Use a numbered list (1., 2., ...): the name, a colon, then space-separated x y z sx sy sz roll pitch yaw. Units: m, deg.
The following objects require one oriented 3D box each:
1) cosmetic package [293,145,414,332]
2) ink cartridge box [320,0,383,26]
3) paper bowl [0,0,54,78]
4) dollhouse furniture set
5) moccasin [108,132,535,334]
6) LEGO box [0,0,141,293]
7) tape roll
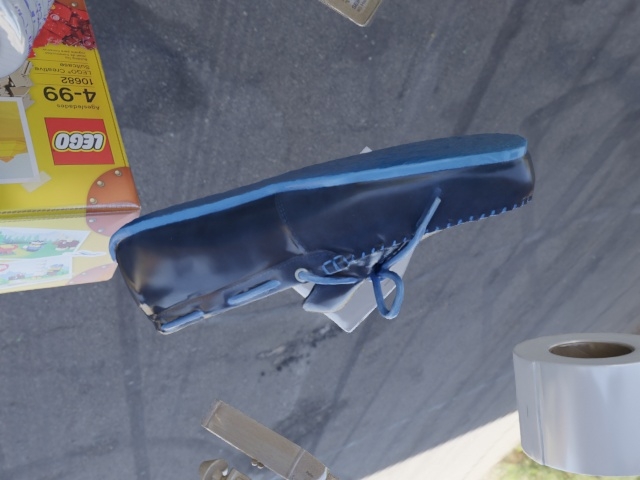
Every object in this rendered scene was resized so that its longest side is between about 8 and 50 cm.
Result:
1. cosmetic package: 0.074 -0.020 1.180 0.155 0.197 0.365 -50 180 29
2. ink cartridge box: 0.066 -0.325 0.643 0.193 0.088 0.234 -57 -175 18
3. paper bowl: -0.331 -0.254 0.451 0.284 0.284 0.148 49 50 -60
4. dollhouse furniture set: -0.154 0.438 0.893 0.355 0.174 0.303 -57 143 -19
5. moccasin: 0.000 0.000 0.506 0.342 0.116 0.138 -12 -169 23
6. LEGO box: -0.509 -0.126 0.704 0.500 0.372 0.193 -7 154 -33
7. tape roll: 0.446 0.256 1.023 0.246 0.169 0.246 -6 -178 0
